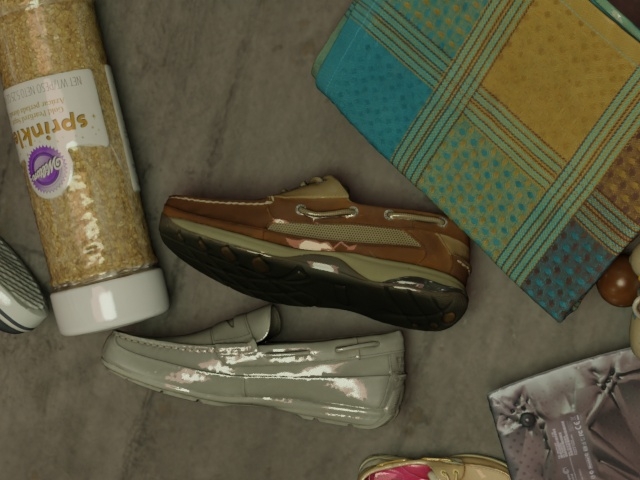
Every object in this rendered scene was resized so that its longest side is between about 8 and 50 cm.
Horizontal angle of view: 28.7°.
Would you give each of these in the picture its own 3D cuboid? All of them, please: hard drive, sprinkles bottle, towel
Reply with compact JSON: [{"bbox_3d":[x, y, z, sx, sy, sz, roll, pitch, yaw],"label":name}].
[{"bbox_3d":[0.312,0.193,1.264,0.254,0.054,0.172,-16,91,11],"label":"hard drive"},{"bbox_3d":[-0.256,-0.082,1.313,0.121,0.121,0.356,-13,91,11],"label":"sprinkles bottle"},{"bbox_3d":[0.174,-0.139,1.192,0.370,0.040,0.271,46,124,17],"label":"towel"}]

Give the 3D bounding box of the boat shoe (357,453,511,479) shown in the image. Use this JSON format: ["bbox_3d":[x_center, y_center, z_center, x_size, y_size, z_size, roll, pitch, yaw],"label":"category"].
[{"bbox_3d":[0.120,0.256,1.300,0.170,0.059,0.063,-2,94,10],"label":"boat shoe"}]

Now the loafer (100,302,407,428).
[{"bbox_3d":[-0.068,0.119,1.305,0.319,0.112,0.112,8,90,2],"label":"loafer"}]

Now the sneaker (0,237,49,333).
[{"bbox_3d":[-0.433,0.011,1.351,0.321,0.126,0.127,43,95,16],"label":"sneaker"}]

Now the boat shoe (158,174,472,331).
[{"bbox_3d":[0.000,0.000,1.286,0.323,0.123,0.120,14,66,7],"label":"boat shoe"}]

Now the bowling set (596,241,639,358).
[{"bbox_3d":[0.343,0.029,1.172,0.199,0.287,0.154,18,129,34],"label":"bowling set"}]
